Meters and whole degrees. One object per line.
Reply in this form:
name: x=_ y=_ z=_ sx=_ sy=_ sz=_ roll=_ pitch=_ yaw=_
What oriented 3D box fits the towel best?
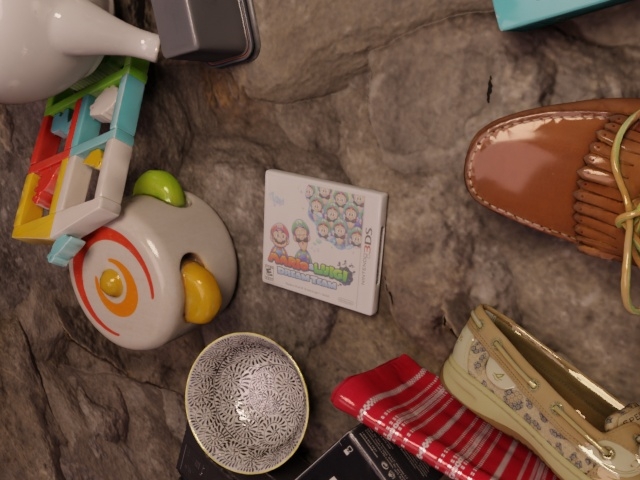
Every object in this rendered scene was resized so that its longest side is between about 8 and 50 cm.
towel: x=0.159 y=0.191 z=0.623 sx=0.275 sy=0.199 sz=0.031 roll=26 pitch=100 yaw=24

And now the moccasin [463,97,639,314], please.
moccasin: x=0.285 y=-0.016 z=0.495 sx=0.380 sy=0.147 sz=0.139 roll=25 pitch=117 yaw=26

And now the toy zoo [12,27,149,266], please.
toy zoo: x=-0.302 y=-0.108 z=0.836 sx=0.192 sy=0.030 sz=0.293 roll=-12 pitch=63 yaw=36

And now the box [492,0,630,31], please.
box: x=0.251 y=-0.239 z=0.502 sx=0.244 sy=0.060 sz=0.100 roll=-8 pitch=100 yaw=36

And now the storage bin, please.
storage bin: x=-0.141 y=-0.260 z=0.742 sx=0.098 sy=0.091 sz=0.135 roll=-3 pitch=102 yaw=35

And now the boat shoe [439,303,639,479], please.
boat shoe: x=0.237 y=0.159 z=0.600 sx=0.285 sy=0.105 sz=0.089 roll=29 pitch=107 yaw=34

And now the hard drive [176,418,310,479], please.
hard drive: x=-0.059 y=0.388 z=0.895 sx=0.339 sy=0.064 sz=0.236 roll=33 pitch=124 yaw=26

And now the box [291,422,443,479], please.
box: x=0.052 y=0.257 z=0.720 sx=0.093 sy=0.158 sz=0.156 roll=51 pitch=120 yaw=18

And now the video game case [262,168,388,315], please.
video game case: x=0.000 y=0.000 z=0.773 sx=0.157 sy=0.019 sz=0.143 roll=15 pitch=112 yaw=30

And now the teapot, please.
teapot: x=-0.335 y=-0.277 z=0.795 sx=0.253 sy=0.187 sz=0.256 roll=-27 pitch=75 yaw=39

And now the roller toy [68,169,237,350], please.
roller toy: x=-0.217 y=0.038 z=0.853 sx=0.191 sy=0.146 sz=0.209 roll=-42 pitch=81 yaw=36

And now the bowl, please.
bowl: x=-0.076 y=0.197 z=0.838 sx=0.170 sy=0.080 sz=0.170 roll=-1 pitch=87 yaw=24
